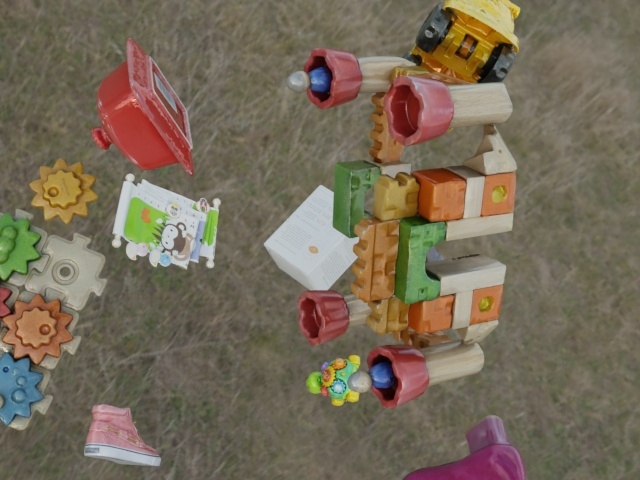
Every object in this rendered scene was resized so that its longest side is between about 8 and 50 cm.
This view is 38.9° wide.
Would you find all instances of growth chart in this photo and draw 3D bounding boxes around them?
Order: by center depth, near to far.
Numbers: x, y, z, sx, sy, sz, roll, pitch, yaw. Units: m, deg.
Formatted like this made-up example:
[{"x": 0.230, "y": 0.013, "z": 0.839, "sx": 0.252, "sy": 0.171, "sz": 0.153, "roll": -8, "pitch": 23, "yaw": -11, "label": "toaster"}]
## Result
[{"x": -0.285, "y": -0.028, "z": 1.699, "sx": 0.237, "sy": 0.021, "sz": 0.172, "roll": 18, "pitch": 62, "yaw": -42, "label": "growth chart"}]

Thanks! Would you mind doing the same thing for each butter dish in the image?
[{"x": -0.250, "y": -0.160, "z": 1.208, "sx": 0.160, "sy": 0.118, "sz": 0.160, "roll": 58, "pitch": 10, "yaw": -39, "label": "butter dish"}]

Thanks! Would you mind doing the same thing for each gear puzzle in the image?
[{"x": -0.361, "y": 0.051, "z": 1.113, "sx": 0.175, "sy": 0.044, "sz": 0.339, "roll": 23, "pitch": 74, "yaw": -3, "label": "gear puzzle"}]

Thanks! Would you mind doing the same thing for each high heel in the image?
[{"x": 0.255, "y": 0.521, "z": 1.785, "sx": 0.127, "sy": 0.377, "sz": 0.181, "roll": 22, "pitch": 29, "yaw": -20, "label": "high heel"}]

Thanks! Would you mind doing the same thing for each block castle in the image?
[{"x": 0.084, "y": -0.023, "z": 1.259, "sx": 0.212, "sy": 0.453, "sz": 0.303, "roll": -9, "pitch": 24, "yaw": -28, "label": "block castle"}]

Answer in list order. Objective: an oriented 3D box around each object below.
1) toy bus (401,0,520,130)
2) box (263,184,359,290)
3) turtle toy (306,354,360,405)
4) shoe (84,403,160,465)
[{"x": 0.224, "y": -0.324, "z": 1.491, "sx": 0.149, "sy": 0.220, "sz": 0.211, "roll": 28, "pitch": 46, "yaw": -8, "label": "toy bus"}, {"x": 0.000, "y": 0.000, "z": 1.772, "sx": 0.170, "sy": 0.091, "sz": 0.130, "roll": -46, "pitch": 53, "yaw": -12, "label": "box"}, {"x": 0.026, "y": 0.279, "z": 1.812, "sx": 0.066, "sy": 0.130, "sz": 0.095, "roll": 19, "pitch": 61, "yaw": -33, "label": "turtle toy"}, {"x": -0.307, "y": 0.311, "z": 1.438, "sx": 0.178, "sy": 0.063, "sz": 0.081, "roll": 41, "pitch": 49, "yaw": -60, "label": "shoe"}]
